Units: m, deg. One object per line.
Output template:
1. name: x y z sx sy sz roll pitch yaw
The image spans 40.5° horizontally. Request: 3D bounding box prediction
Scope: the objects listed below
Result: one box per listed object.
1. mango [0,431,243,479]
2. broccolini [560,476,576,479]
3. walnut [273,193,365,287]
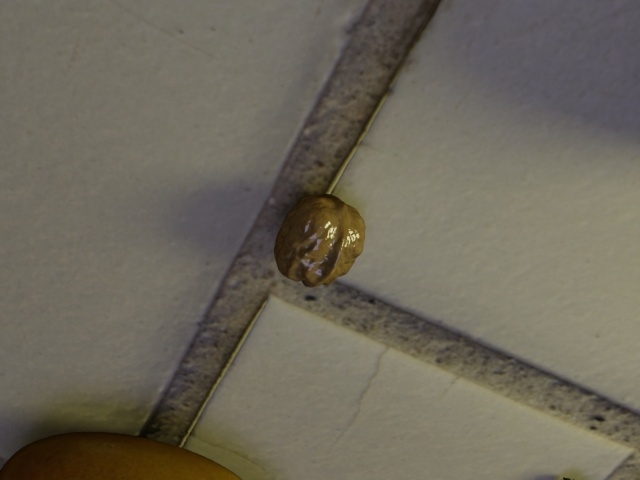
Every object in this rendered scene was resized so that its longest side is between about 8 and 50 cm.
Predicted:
1. mango: -0.223 0.351 1.006 0.378 0.221 0.263 11 119 -12
2. broccolini: 0.391 0.327 1.003 0.255 0.057 0.071 11 166 4
3. walnut: 0.000 0.000 0.830 0.079 0.082 0.096 11 127 -34
